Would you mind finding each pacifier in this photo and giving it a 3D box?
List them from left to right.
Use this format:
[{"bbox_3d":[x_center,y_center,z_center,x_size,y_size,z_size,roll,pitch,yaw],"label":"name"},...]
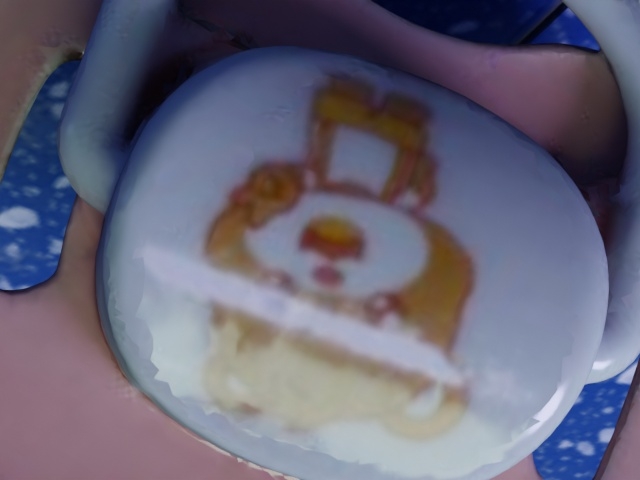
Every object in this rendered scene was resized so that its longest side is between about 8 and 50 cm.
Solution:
[{"bbox_3d":[-0.001,0.014,0.636,0.332,0.220,0.273,20,137,-8],"label":"pacifier"}]
